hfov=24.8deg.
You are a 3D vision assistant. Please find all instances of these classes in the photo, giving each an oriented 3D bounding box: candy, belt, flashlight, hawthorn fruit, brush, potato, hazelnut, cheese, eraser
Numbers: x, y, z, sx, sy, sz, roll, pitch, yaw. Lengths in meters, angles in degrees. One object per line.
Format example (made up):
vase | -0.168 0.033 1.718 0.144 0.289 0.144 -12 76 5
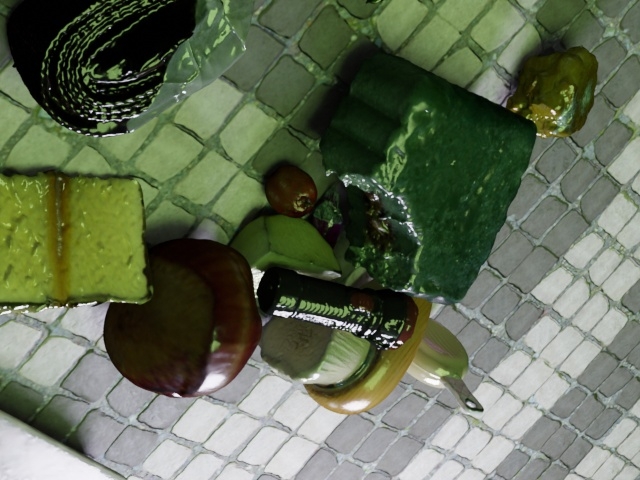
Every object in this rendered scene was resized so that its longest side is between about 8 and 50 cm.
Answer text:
candy | 0.000 0.000 2.134 0.043 0.045 0.175 -18 136 -49
belt | -0.204 -0.240 1.660 0.289 0.164 0.184 -34 131 -10
flashlight | 0.024 0.091 2.060 0.232 0.093 0.093 16 115 -29
hawthorn fruit | -0.039 -0.066 2.022 0.077 0.077 0.077 -22 136 -23
brush | 0.050 0.125 2.204 0.267 0.174 0.166 -50 131 -4
potato | -0.065 0.027 2.094 0.149 0.081 0.120 18 139 -43
hazelnut | -0.180 0.112 1.976 0.229 0.229 0.229 -22 136 -23
cheese | 0.191 0.202 2.331 0.137 0.227 0.064 9 119 -38
eraser | -0.463 0.324 2.013 0.213 0.082 0.397 -45 141 2

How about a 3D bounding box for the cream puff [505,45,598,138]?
cream puff | 0.344 -0.223 2.177 0.146 0.116 0.146 -39 136 -50

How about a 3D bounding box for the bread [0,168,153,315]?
bread | -0.340 0.012 1.826 0.266 0.178 0.142 0 156 -36

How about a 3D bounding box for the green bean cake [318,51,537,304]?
green bean cake | 0.125 -0.085 2.041 0.308 0.169 0.300 16 103 -49

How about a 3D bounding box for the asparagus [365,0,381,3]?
asparagus | 0.101 -0.349 1.921 0.108 0.025 0.021 -46 120 8
